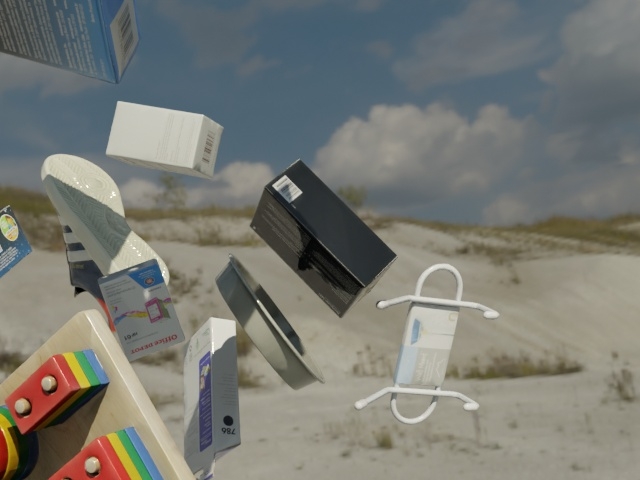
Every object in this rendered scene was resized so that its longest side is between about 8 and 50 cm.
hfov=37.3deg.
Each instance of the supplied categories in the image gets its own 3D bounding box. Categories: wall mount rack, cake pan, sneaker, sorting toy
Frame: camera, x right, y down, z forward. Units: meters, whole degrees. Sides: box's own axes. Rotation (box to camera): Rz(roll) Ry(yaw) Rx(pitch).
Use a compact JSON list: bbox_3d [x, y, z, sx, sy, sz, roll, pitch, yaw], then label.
[{"bbox_3d":[0.197,0.222,1.898,0.304,0.350,0.130,7,9,-26],"label":"wall mount rack"},{"bbox_3d":[-0.097,0.154,1.725,0.054,0.293,0.293,-36,-9,-1],"label":"cake pan"},{"bbox_3d":[-0.388,0.006,1.593,0.131,0.350,0.148,-4,-42,-43],"label":"sneaker"},{"bbox_3d":[-0.293,0.253,1.039,0.255,0.257,0.089,-40,-16,23],"label":"sorting toy"}]

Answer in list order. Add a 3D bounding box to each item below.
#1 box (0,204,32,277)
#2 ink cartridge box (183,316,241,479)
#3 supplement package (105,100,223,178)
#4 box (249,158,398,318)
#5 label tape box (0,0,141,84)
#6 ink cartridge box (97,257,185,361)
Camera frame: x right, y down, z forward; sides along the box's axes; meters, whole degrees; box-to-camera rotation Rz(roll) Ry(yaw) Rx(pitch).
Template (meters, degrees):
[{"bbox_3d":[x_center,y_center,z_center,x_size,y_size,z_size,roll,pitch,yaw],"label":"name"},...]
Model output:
[{"bbox_3d":[-0.358,0.051,0.720,0.233,0.044,0.159,-16,20,18],"label":"box"},{"bbox_3d":[-0.223,0.339,1.916,0.065,0.332,0.165,12,-32,-26],"label":"ink cartridge box"},{"bbox_3d":[-0.289,-0.186,1.763,0.179,0.105,0.105,11,-3,16],"label":"supplement package"},{"bbox_3d":[0.000,0.000,1.796,0.103,0.261,0.184,-41,-8,-28],"label":"box"},{"bbox_3d":[-0.421,-0.357,1.259,0.334,0.105,0.240,16,-29,4],"label":"label tape box"},{"bbox_3d":[-0.255,0.100,1.354,0.089,0.122,0.052,-21,14,-12],"label":"ink cartridge box"}]
